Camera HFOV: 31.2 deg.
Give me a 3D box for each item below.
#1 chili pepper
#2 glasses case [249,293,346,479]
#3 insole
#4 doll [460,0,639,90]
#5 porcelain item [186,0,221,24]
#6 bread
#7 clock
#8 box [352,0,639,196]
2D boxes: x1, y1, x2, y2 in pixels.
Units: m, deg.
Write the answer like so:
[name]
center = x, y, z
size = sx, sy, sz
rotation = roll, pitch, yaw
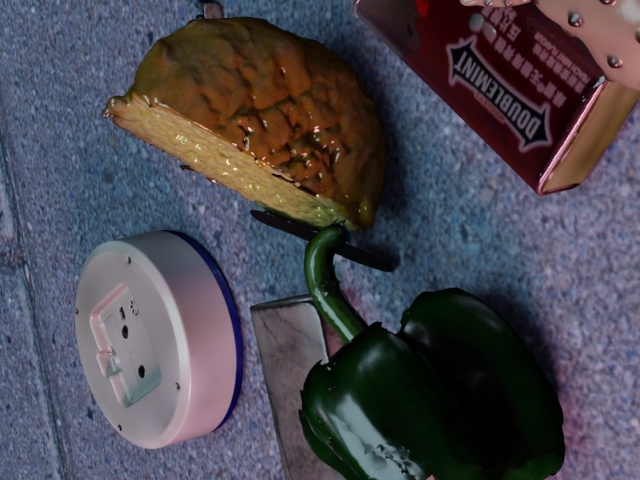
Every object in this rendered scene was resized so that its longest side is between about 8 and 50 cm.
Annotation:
[chili pepper]
center = 0.064, 0.109, 0.893
size = 0.261, 0.174, 0.165
rotation = 50, 160, 25
[glasses case]
center = 0.005, 0.199, 1.059
size = 0.114, 0.060, 0.299
rotation = -12, 90, 50
[insole]
center = 0.000, 0.000, 0.998
size = 0.135, 0.002, 0.045
rotation = 21, 163, 10
[doll]
center = 0.138, -0.186, 0.692
size = 0.278, 0.119, 0.154
rotation = 33, 158, 27
[porcelain item]
center = -0.128, -0.174, 1.152
size = 0.075, 0.021, 0.136
rotation = 16, 111, 46
[bread]
center = -0.051, -0.105, 0.957
size = 0.143, 0.229, 0.139
rotation = -17, 48, 57
[clock]
center = -0.181, 0.106, 1.241
size = 0.230, 0.083, 0.230
rotation = 17, 111, 49
[box]
center = 0.126, -0.147, 0.829
size = 0.224, 0.069, 0.120
rotation = 50, 132, 27
